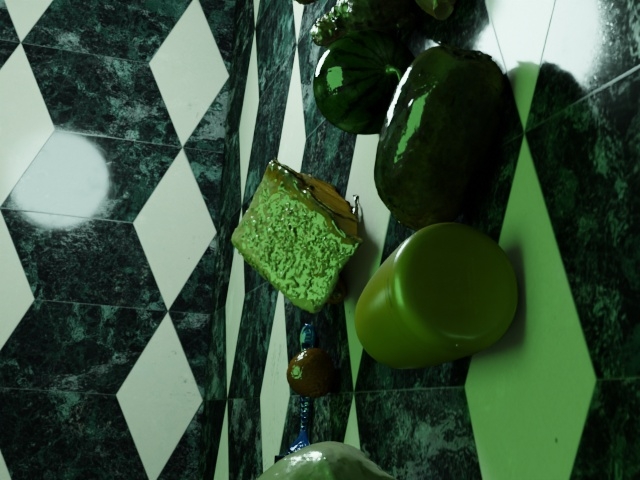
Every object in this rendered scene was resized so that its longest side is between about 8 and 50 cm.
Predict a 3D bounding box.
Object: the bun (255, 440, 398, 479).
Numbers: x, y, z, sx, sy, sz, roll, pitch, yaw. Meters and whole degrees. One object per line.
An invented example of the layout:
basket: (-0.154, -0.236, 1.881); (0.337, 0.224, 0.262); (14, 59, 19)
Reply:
bun: (0.018, 0.479, 1.305); (0.211, 0.359, 0.360); (9, 93, 55)

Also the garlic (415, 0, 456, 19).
garlic: (0.184, -0.422, 1.520); (0.152, 0.066, 0.084); (-121, 38, -62)

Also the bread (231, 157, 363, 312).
bread: (0.000, 0.000, 1.904); (0.315, 0.279, 0.248); (41, 107, 29)

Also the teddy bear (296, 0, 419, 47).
teddy bear: (0.054, -0.446, 1.735); (0.296, 0.246, 0.223); (-16, 29, 37)

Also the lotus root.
lotus root: (0.167, -0.146, 1.316); (0.160, 0.151, 0.275); (-127, 43, -55)

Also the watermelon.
watermelon: (0.085, -0.281, 1.591); (0.214, 0.187, 0.188); (157, 118, -70)

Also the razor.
razor: (-0.038, 0.351, 2.036); (0.056, 0.093, 0.324); (43, -130, -64)

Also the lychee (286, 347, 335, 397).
lychee: (-0.028, 0.279, 1.902); (0.140, 0.101, 0.115); (24, 125, 33)

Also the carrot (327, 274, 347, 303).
carrot: (0.012, 0.066, 1.960); (0.257, 0.061, 0.061); (-109, 29, -63)

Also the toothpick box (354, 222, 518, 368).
toothpick box: (0.145, 0.093, 1.262); (0.271, 0.174, 0.175); (129, 144, -69)
